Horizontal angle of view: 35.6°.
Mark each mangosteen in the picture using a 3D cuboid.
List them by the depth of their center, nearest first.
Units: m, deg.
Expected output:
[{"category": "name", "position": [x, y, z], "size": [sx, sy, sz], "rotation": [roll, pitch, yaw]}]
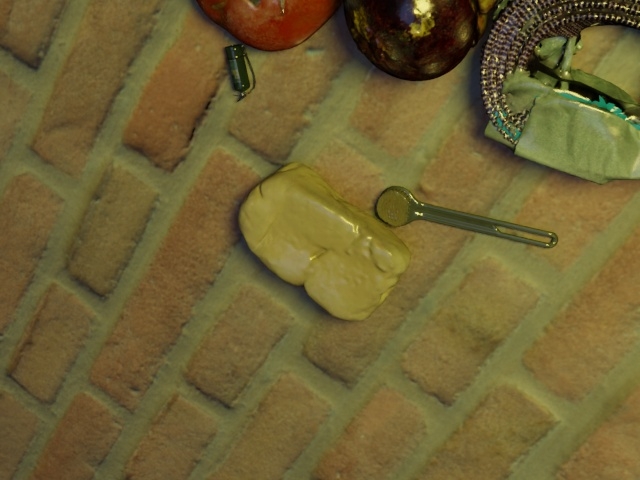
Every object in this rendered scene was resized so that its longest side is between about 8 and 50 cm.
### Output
[{"category": "mangosteen", "position": [0.140, -0.310, 1.279], "size": [0.217, 0.192, 0.192], "rotation": [-33, 97, -9]}]

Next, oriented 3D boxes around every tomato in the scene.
[{"category": "tomato", "position": [-0.083, -0.372, 1.377], "size": [0.237, 0.095, 0.236], "rotation": [8, 113, 20]}]

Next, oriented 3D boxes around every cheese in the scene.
[{"category": "cheese", "position": [0.001, -0.001, 1.498], "size": [0.263, 0.093, 0.159], "rotation": [37, 117, 6]}]

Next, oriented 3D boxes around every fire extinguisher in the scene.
[{"category": "fire extinguisher", "position": [-0.118, -0.249, 1.482], "size": [0.038, 0.025, 0.083], "rotation": [-10, 108, 1]}]

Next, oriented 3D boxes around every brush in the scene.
[{"category": "brush", "position": [0.208, -0.027, 1.437], "size": [0.266, 0.027, 0.062], "rotation": [13, 115, 17]}]

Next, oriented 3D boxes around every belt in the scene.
[{"category": "belt", "position": [0.361, -0.204, 1.252], "size": [0.325, 0.122, 0.260], "rotation": [22, 111, 10]}]
